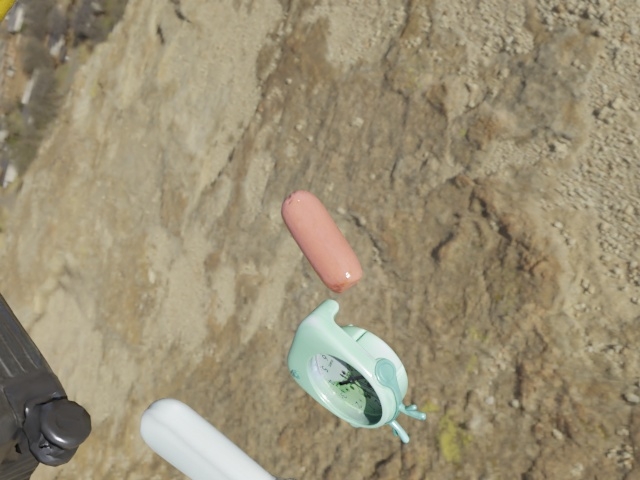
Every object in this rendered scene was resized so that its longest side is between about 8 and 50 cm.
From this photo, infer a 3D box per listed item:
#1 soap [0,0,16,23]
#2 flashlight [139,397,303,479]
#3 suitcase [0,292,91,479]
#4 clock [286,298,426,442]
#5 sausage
[{"bbox_3d":[-0.180,-0.139,0.245,0.324,0.204,0.096,-45,77,21],"label":"soap"},{"bbox_3d":[-0.076,0.208,0.669,0.200,0.047,0.093,33,137,13],"label":"flashlight"},{"bbox_3d":[-0.311,0.063,0.428,0.335,0.152,0.230,49,118,19],"label":"suitcase"},{"bbox_3d":[0.052,0.191,1.031,0.211,0.066,0.159,38,143,13],"label":"clock"},{"bbox_3d":[0.000,0.000,1.033,0.062,0.062,0.154,-40,78,35],"label":"sausage"}]
